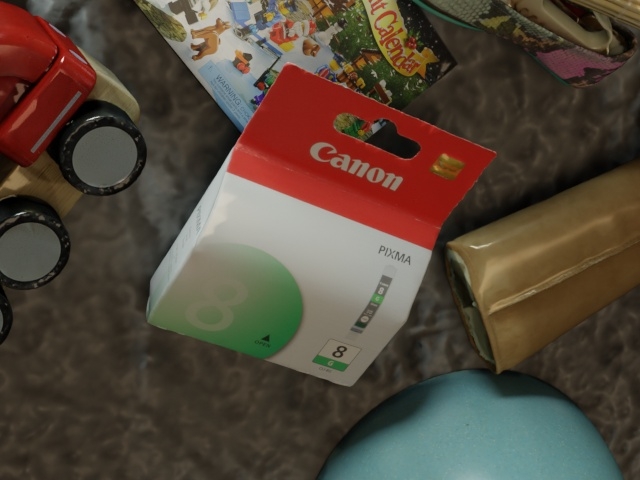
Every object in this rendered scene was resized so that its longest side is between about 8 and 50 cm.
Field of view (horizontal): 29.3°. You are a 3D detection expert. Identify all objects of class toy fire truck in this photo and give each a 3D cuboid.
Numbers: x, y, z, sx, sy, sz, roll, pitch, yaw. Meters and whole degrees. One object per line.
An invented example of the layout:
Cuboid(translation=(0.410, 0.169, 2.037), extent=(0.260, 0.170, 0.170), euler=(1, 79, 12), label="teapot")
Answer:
Cuboid(translation=(-0.274, -0.079, 0.789), extent=(0.246, 0.158, 0.217), euler=(36, 97, -36), label="toy fire truck")

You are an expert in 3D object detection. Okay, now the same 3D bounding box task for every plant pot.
Cuboid(translation=(0.149, 0.278, 1.011), extent=(0.290, 0.195, 0.290), euler=(-6, 111, -15), label="plant pot")

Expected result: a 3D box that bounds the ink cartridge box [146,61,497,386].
Cuboid(translation=(0.000, 0.000, 0.897), extent=(0.181, 0.056, 0.225), euler=(20, 128, -22), label="ink cartridge box")

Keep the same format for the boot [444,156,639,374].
Cuboid(translation=(0.224, -0.040, 0.973), extent=(0.269, 0.089, 0.236), euler=(-25, 117, -6), label="boot")

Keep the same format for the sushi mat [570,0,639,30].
Cuboid(translation=(0.106, -0.233, 0.768), extent=(0.316, 0.019, 0.151), euler=(19, 141, -8), label="sushi mat")

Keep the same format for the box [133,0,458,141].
Cuboid(translation=(-0.030, -0.167, 0.871), extent=(0.159, 0.044, 0.233), euler=(-40, 116, 0), label="box")

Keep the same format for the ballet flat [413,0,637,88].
Cuboid(translation=(0.148, -0.179, 0.887), extent=(0.221, 0.077, 0.079), euler=(23, 143, -34), label="ballet flat")
